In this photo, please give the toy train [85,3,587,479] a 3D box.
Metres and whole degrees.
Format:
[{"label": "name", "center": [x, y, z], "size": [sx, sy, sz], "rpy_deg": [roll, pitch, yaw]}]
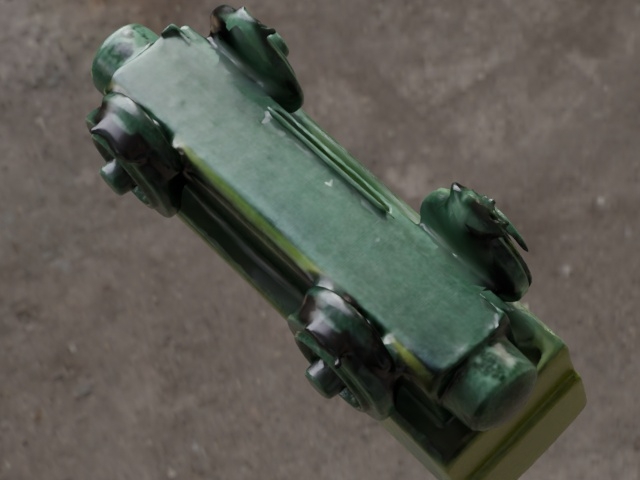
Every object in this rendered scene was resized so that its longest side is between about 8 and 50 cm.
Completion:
[{"label": "toy train", "center": [0.000, 0.000, 1.107], "size": [0.150, 0.237, 0.369], "rpy_deg": [-44, 66, -7]}]
